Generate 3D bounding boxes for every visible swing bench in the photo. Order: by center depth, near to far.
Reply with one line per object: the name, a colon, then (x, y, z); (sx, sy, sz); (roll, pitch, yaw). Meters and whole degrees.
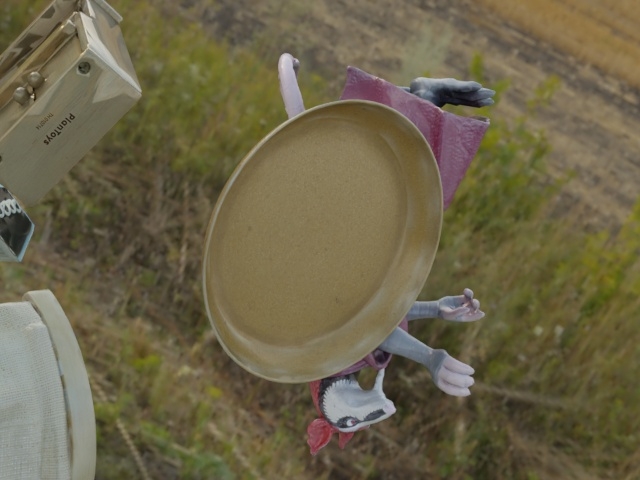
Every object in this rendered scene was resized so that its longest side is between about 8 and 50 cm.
swing bench: (-0.307, 0.169, 0.774); (0.253, 0.254, 0.165); (-6, 63, -45)

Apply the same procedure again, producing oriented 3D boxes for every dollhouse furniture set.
dollhouse furniture set: (-0.236, -0.157, 0.711); (0.242, 0.212, 0.161); (42, 9, -29)

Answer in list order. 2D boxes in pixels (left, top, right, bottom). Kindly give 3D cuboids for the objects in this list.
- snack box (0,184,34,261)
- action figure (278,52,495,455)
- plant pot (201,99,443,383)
snack box: (-0.463, -0.087, 1.268); (0.187, 0.322, 0.060); (1, 56, 16)
action figure: (0.032, 0.019, 1.111); (0.275, 0.370, 0.248); (18, -3, 4)
plant pot: (0.000, 0.000, 0.945); (0.236, 0.236, 0.032); (4, 16, -40)
